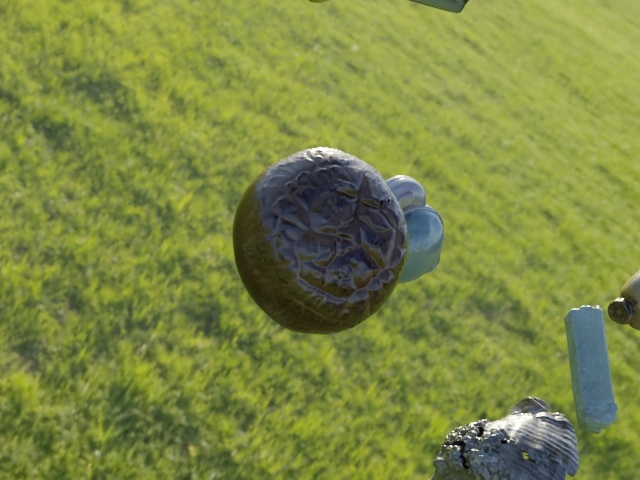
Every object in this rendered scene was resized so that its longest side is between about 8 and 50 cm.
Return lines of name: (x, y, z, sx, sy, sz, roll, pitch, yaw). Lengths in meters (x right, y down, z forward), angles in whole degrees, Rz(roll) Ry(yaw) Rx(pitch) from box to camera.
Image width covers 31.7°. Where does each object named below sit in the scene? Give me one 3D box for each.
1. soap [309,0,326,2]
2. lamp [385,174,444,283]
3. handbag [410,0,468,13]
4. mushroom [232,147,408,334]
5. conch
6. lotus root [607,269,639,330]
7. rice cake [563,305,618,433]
soap: (0.027, -0.389, 1.630, 0.033, 0.089, 0.168, 26, 26, 29)
lamp: (0.166, -0.011, 2.213, 0.179, 0.246, 0.108, -28, 38, -24)
handbag: (0.028, -0.275, 1.049, 0.315, 0.109, 0.241, 18, 22, -24)
mushroom: (0.000, 0.000, 1.514, 0.253, 0.253, 0.153, 21, -7, -20)
conch: (0.243, 0.300, 1.480, 0.178, 0.163, 0.245, 23, 56, 33)
lotus root: (0.357, 0.053, 1.139, 0.150, 0.062, 0.073, -19, 79, -24)
rice cake: (0.424, 0.198, 1.774, 0.063, 0.069, 0.206, -3, 72, 2)
